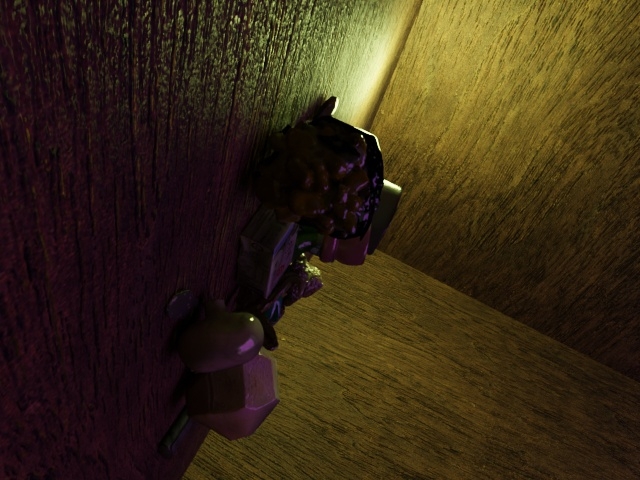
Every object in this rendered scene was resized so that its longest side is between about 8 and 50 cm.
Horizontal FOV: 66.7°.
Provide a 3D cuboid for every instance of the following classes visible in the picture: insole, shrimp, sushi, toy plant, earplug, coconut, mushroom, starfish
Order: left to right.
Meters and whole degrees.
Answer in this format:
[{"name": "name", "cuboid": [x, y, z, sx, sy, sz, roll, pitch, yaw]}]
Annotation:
[{"name": "insole", "cuboid": [-0.344, 0.165, 1.222, 0.081, 0.011, 0.248, -59, 176, -15]}, {"name": "mushroom", "cuboid": [-0.284, 0.262, 1.361, 0.246, 0.246, 0.203, 58, 18, -85]}, {"name": "coconut", "cuboid": [-0.312, 0.534, 1.745, 0.353, 0.352, 0.352, -62, 176, -8]}, {"name": "starfish", "cuboid": [-0.235, 0.283, 1.681, 0.432, 0.323, 0.083, -63, 142, -40]}, {"name": "shrimp", "cuboid": [-0.005, -0.387, 1.682, 0.262, 0.051, 0.198, -62, 177, -54]}, {"name": "sushi", "cuboid": [0.002, -0.180, 1.273, 0.329, 0.327, 0.285, -62, 165, 3]}, {"name": "toy plant", "cuboid": [0.006, -0.001, 1.830, 0.211, 0.355, 0.317, -89, -172, -54]}, {"name": "earplug", "cuboid": [0.104, -0.158, 2.034, 0.312, 0.393, 0.313, -155, -90, -89]}]

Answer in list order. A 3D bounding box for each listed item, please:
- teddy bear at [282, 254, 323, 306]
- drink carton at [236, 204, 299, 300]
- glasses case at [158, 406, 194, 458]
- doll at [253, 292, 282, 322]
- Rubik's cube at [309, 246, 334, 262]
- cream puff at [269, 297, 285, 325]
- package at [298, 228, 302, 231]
[{"name": "teddy bear", "cuboid": [-0.122, 0.165, 2.111, 0.296, 0.222, 0.247, 15, -95, 55]}, {"name": "drink carton", "cuboid": [-0.175, 0.028, 1.610, 0.194, 0.132, 0.325, -59, 173, -34]}, {"name": "glasses case", "cuboid": [-0.538, 0.721, 1.954, 0.299, 0.060, 0.114, -58, 173, -48]}, {"name": "doll", "cuboid": [-0.215, 0.204, 1.959, 0.153, 0.195, 0.258, -6, -125, 44]}, {"name": "Rubik's cube", "cuboid": [0.019, -0.070, 2.466, 0.237, 0.238, 0.237, -75, -169, -60]}, {"name": "cream puff", "cuboid": [-0.269, 0.304, 2.190, 0.169, 0.183, 0.183, -16, -139, 60]}, {"name": "package", "cuboid": [-0.109, -0.032, 2.230, 0.223, 0.108, 0.288, -63, 179, 23]}]
